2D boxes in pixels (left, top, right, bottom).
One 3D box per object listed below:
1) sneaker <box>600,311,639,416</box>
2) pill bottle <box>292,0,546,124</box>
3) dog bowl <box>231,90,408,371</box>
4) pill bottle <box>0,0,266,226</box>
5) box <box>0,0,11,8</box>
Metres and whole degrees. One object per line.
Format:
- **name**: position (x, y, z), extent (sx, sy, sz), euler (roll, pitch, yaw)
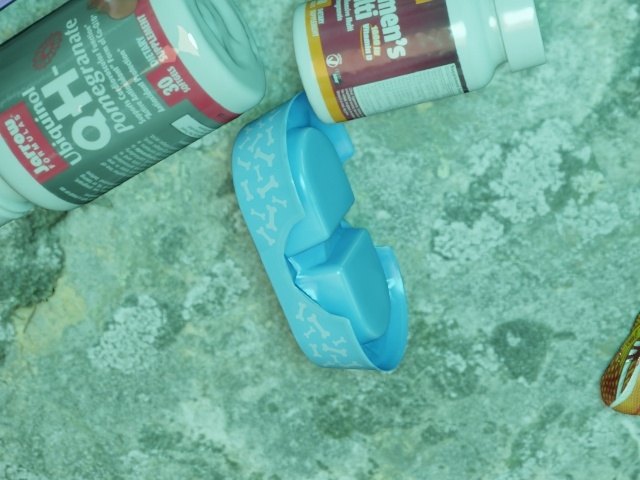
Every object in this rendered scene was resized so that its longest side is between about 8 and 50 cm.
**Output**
- **sneaker**: position (0.361, 0.110, 1.270), extent (0.067, 0.064, 0.175), euler (17, 120, -21)
- **pill bottle**: position (0.094, -0.190, 1.142), extent (0.221, 0.121, 0.121), euler (-12, 109, 12)
- **dog bowl**: position (0.000, 0.000, 1.215), extent (0.074, 0.166, 0.297), euler (-14, 109, 24)
- **pill bottle**: position (-0.227, -0.137, 1.175), extent (0.319, 0.176, 0.176), euler (-28, 106, 17)
- **box**: position (-0.387, -0.292, 1.161), extent (0.293, 0.057, 0.201), euler (-23, 107, 31)
